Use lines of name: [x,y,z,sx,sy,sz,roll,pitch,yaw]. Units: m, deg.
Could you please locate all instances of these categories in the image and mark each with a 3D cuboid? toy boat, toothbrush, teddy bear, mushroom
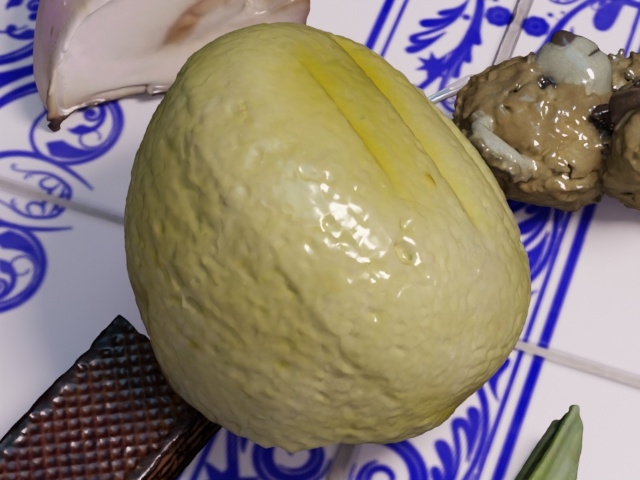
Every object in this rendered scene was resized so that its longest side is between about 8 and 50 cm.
toy boat: [0.101,0.230,1.364,0.055,0.093,0.293,46,64,6]
toothbrush: [0.070,-0.110,1.645,0.162,0.017,0.014,-26,66,-18]
teddy bear: [0.231,-0.095,1.560,0.256,0.156,0.267,8,16,3]
mushroom: [-0.141,-0.230,1.634,0.236,0.162,0.173,-14,58,-14]

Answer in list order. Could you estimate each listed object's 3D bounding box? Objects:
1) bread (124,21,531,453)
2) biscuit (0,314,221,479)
bread: [0.005,-0.008,1.407,0.320,0.237,0.320,19,41,-17]
biscuit: [-0.176,0.171,1.405,0.106,0.070,0.252,32,59,17]
